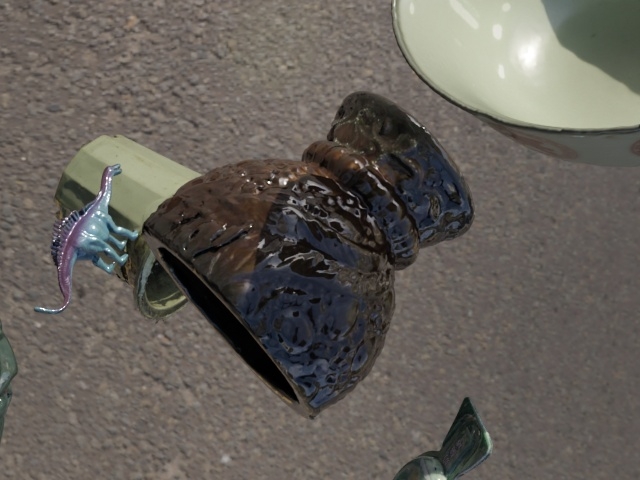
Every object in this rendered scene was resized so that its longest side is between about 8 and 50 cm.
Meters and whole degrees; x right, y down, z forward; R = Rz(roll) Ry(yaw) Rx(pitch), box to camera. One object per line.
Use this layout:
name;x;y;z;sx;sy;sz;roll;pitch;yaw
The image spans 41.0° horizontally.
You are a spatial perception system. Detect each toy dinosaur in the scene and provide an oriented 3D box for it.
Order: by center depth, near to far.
toy dinosaur;-0.241;0.000;0.898;0.080;0.045;0.197;36;53;-26

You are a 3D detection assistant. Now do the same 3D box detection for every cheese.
cheese;0.079;0.171;0.608;0.026;0.067;0.121;28;109;-21

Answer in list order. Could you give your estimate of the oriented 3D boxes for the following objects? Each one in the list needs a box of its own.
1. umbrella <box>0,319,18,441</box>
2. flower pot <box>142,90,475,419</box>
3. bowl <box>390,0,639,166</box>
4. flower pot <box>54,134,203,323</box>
umbrella;-0.273;0.119;0.627;0.094;0.349;0.143;1;110;-16
flower pot;0.000;0.000;0.878;0.267;0.266;0.267;-42;123;-16
bowl;0.234;-0.162;0.638;0.337;0.337;0.157;-56;142;-20
flower pot;-0.299;-0.037;1.464;0.290;0.259;0.290;-51;161;-26
